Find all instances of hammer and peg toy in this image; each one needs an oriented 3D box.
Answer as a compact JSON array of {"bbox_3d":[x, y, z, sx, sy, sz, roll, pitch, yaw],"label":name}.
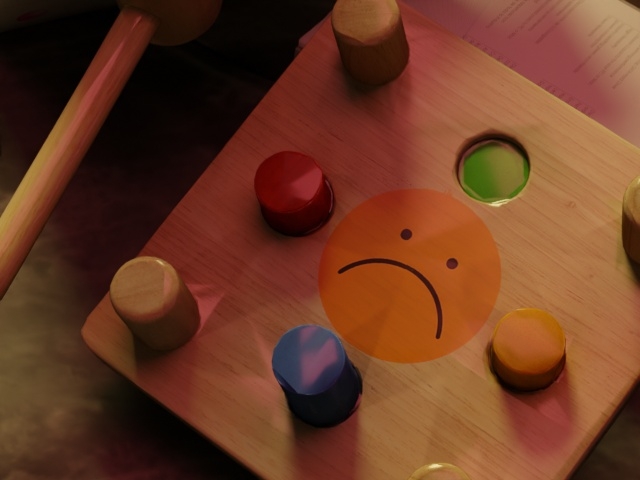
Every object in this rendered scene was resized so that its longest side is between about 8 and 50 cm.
[{"bbox_3d":[0.000,0.000,0.998,0.361,0.127,0.266,33,78,18],"label":"hammer and peg toy"}]

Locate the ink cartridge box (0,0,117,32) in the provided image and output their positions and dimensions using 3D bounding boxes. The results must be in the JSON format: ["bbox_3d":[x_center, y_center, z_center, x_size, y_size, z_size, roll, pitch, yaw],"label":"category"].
[{"bbox_3d":[-0.031,-0.228,1.114,0.330,0.324,0.071,-16,84,-22],"label":"ink cartridge box"}]

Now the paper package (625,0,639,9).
[{"bbox_3d":[0.303,-0.230,1.167,0.309,0.325,0.168,35,52,20],"label":"paper package"}]

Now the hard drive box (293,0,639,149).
[{"bbox_3d":[0.122,-0.079,1.157,0.232,0.089,0.181,33,52,18],"label":"hard drive box"}]
